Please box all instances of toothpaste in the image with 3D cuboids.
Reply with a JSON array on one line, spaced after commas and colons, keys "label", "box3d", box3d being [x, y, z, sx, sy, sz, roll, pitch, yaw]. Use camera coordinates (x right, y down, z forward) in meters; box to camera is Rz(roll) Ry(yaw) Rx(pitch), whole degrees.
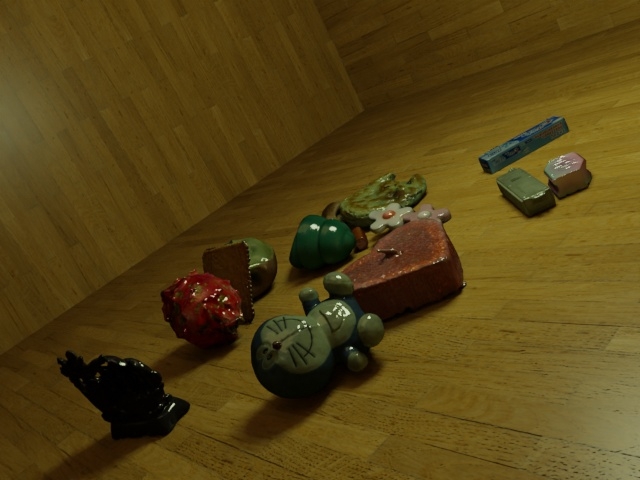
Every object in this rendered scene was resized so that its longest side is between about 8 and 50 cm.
[{"label": "toothpaste", "box3d": [0.614, -0.292, 1.987, 0.272, 0.053, 0.066, -29, 16, -3]}]

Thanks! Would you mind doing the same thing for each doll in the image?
[{"label": "doll", "box3d": [-0.016, 0.201, 1.311, 0.258, 0.154, 0.228, -23, 51, -20]}]

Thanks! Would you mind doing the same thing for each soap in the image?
[{"label": "soap", "box3d": [0.606, -0.165, 1.609, 0.100, 0.056, 0.149, -22, 17, 14]}]

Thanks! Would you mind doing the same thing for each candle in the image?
[{"label": "candle", "box3d": [0.188, 0.063, 1.476, 0.317, 0.131, 0.287, -37, 21, -25]}]

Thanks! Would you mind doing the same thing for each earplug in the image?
[{"label": "earplug", "box3d": [0.003, 0.006, 1.965, 0.280, 0.164, 0.257, 1, -1, 38]}]

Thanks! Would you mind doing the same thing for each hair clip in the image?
[{"label": "hair clip", "box3d": [0.246, -0.056, 1.853, 0.257, 0.075, 0.146, -3, 25, 47]}]

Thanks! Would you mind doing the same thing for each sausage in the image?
[{"label": "sausage", "box3d": [0.116, -0.008, 1.956, 0.039, 0.041, 0.131, -48, 13, 10]}]

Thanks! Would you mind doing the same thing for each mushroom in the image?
[{"label": "mushroom", "box3d": [0.049, -0.076, 2.199, 0.072, 0.094, 0.210, -18, 23, 23]}]

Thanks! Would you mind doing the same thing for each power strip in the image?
[{"label": "power strip", "box3d": [0.513, -0.125, 1.648, 0.078, 0.052, 0.272, -26, 17, 7]}]

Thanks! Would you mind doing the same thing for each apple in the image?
[{"label": "apple", "box3d": [-0.227, 0.091, 1.993, 0.207, 0.174, 0.188, -25, 43, -6]}]

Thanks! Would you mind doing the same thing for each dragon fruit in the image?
[{"label": "dragon fruit", "box3d": [-0.303, 0.194, 1.771, 0.268, 0.210, 0.205, 17, 36, 37]}]

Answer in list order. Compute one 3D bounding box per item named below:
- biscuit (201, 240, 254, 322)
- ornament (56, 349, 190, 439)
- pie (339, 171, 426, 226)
[{"label": "biscuit", "box3d": [-0.270, 0.127, 1.895, 0.013, 0.232, 0.236, -1, -7, -42]}, {"label": "ornament", "box3d": [-0.460, 0.329, 1.493, 0.251, 0.260, 0.106, -16, 26, 33]}, {"label": "pie", "box3d": [0.197, -0.136, 2.127, 0.302, 0.067, 0.302, -16, 24, 7]}]
